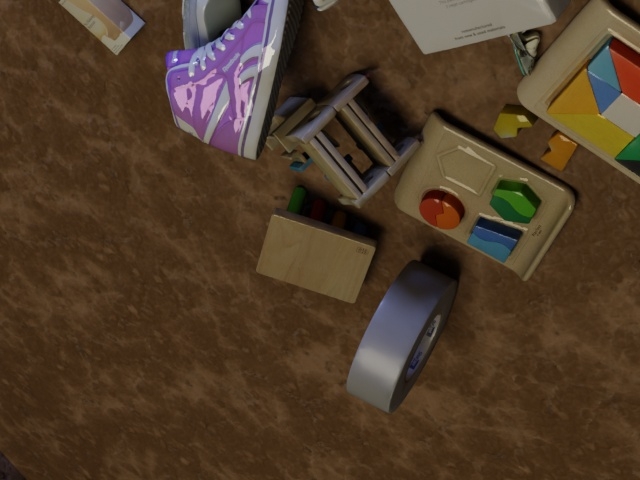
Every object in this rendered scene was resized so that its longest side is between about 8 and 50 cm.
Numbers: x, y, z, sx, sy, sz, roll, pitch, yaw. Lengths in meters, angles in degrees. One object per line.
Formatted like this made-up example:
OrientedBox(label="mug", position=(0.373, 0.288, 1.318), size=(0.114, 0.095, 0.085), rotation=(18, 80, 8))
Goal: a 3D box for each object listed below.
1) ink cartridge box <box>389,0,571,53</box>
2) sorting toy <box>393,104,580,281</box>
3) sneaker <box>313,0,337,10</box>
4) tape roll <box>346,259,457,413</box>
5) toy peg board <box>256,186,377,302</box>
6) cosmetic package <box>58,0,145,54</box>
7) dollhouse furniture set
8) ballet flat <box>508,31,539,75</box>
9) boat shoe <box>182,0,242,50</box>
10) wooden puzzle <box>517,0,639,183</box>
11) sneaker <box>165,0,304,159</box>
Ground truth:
OrientedBox(label="ink cartridge box", position=(0.155, -0.378, 1.741), size=(0.197, 0.198, 0.270), rotation=(-8, 125, 47))
OrientedBox(label="sorting toy", position=(0.226, -0.077, 2.175), size=(0.229, 0.041, 0.307), rotation=(32, 146, 6))
OrientedBox(label="sneaker", position=(0.032, -0.385, 1.892), size=(0.118, 0.110, 0.292), rotation=(-9, 155, 1))
OrientedBox(label="tape roll", position=(0.120, 0.141, 2.370), size=(0.072, 0.219, 0.219), rotation=(27, 145, 12))
OrientedBox(label="toy peg board", position=(0.000, 0.000, 2.453), size=(0.161, 0.079, 0.161), rotation=(18, 145, -1))
OrientedBox(label="cosmetic package", position=(-0.317, -0.330, 2.349), size=(0.115, 0.041, 0.060), rotation=(41, 146, -7))
OrientedBox(label="dollhouse furniture set", position=(0.024, -0.142, 2.230), size=(0.129, 0.129, 0.184), rotation=(49, 168, -19))
OrientedBox(label="ballet flat", position=(0.243, -0.249, 1.962), size=(0.041, 0.041, 0.114), rotation=(-1, 132, 42))
OrientedBox(label="boat shoe", position=(-0.150, -0.281, 2.245), size=(0.081, 0.079, 0.227), rotation=(51, 155, 34))
OrientedBox(label="wooden puzzle", position=(0.371, -0.160, 1.948), size=(0.239, 0.044, 0.221), rotation=(37, 146, -1))
OrientedBox(label="sneaker", position=(-0.123, -0.251, 2.135), size=(0.161, 0.102, 0.282), rotation=(21, 116, 6))
